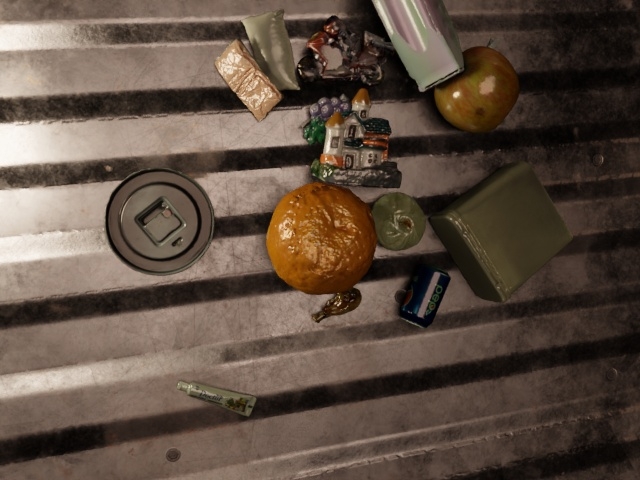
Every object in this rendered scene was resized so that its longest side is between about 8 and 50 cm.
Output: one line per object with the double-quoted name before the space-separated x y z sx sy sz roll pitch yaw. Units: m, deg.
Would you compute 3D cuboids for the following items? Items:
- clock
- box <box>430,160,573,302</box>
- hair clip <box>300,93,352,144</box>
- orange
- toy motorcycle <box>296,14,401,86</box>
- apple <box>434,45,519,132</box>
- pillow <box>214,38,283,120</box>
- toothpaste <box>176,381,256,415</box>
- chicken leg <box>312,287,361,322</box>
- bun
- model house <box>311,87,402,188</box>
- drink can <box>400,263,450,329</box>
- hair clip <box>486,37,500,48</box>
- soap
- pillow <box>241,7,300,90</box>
"clock" -0.483 -0.057 1.673 0.324 0.067 0.326 -1 93 -12
"box" 0.612 -0.032 1.859 0.343 0.177 0.352 -36 98 -10
"hair clip" 0.015 -0.395 1.782 0.124 0.052 0.195 40 89 -22
"orange" 0.000 0.000 1.670 0.340 0.293 0.341 5 75 -18
"toy motorcycle" 0.125 -0.593 1.753 0.400 0.134 0.207 1 98 -11
"apple" 0.511 -0.475 1.781 0.264 0.264 0.265 0 92 -12
"pillow" -0.223 -0.490 1.700 0.126 0.043 0.233 -32 101 35
"toothpaste" -0.328 0.491 1.747 0.255 0.037 0.067 22 87 -16
"chicken leg" 0.051 0.208 1.806 0.178 0.070 0.093 -32 93 1
"bun" 0.257 -0.063 1.810 0.195 0.118 0.196 0 90 -9
"model house" 0.123 -0.321 1.714 0.271 0.190 0.301 4 99 -13
"drink can" 0.346 0.185 1.837 0.118 0.118 0.205 23 86 -12
"hair clip" 0.571 -0.645 1.894 0.030 0.039 0.115 37 87 -6
"soap" 0.293 -0.696 1.705 0.156 0.261 0.447 -22 97 30
"pillow" -0.156 -0.578 1.718 0.144 0.078 0.254 -11 96 8
